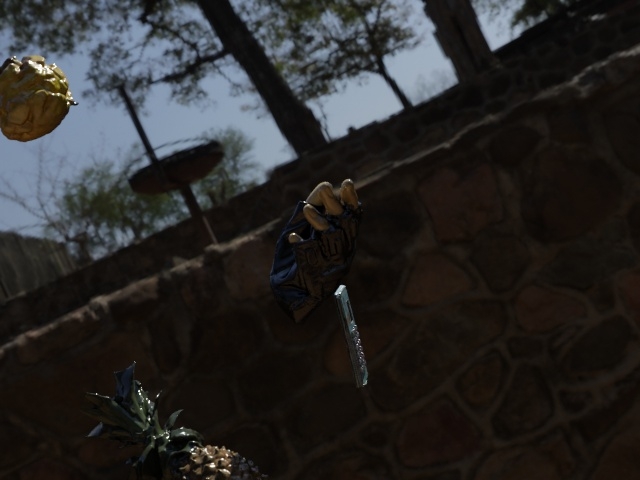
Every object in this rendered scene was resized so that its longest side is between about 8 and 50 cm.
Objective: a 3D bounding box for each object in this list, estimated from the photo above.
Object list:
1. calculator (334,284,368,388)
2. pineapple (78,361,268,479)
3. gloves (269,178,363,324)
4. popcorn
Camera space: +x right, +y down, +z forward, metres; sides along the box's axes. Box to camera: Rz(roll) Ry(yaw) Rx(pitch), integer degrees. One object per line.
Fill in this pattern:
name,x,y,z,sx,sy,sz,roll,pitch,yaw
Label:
calculator,0.052,0.163,1.323,0.018,0.172,0.057,-12,12,14
pineapple,-0.199,0.280,1.067,0.130,0.277,0.119,-60,-21,1
gloves,0.000,0.000,1.133,0.124,0.164,0.203,20,-53,-29
popcorn,-0.488,-0.237,1.323,0.152,0.148,0.167,20,6,-22
